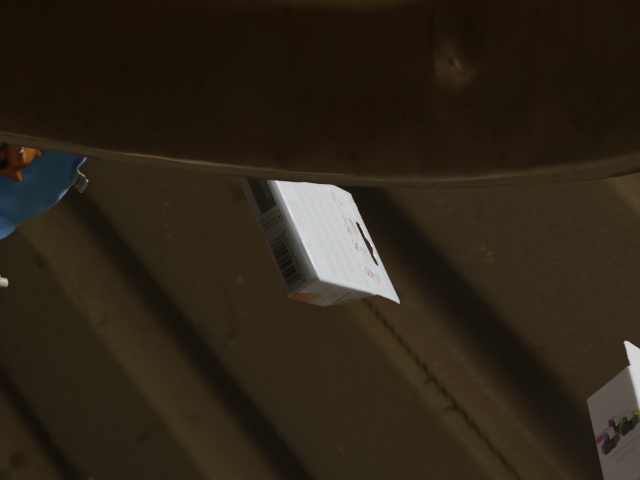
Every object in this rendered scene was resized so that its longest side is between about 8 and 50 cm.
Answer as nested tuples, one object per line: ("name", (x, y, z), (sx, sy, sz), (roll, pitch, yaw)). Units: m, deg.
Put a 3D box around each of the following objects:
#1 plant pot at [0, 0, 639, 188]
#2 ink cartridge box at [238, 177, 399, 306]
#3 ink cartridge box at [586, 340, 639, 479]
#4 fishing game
("plant pot", (-0.036, -0.198, 0.318), (0.334, 0.334, 0.305), (0, -101, 39))
("ink cartridge box", (0.000, 0.000, 1.377), (0.045, 0.179, 0.145), (-32, -114, 18))
("ink cartridge box", (0.310, 0.190, 1.254), (0.104, 0.181, 0.061), (33, -59, -21))
("fishing game", (-0.249, -0.060, 0.934), (0.264, 0.189, 0.041), (-63, -147, 33))
